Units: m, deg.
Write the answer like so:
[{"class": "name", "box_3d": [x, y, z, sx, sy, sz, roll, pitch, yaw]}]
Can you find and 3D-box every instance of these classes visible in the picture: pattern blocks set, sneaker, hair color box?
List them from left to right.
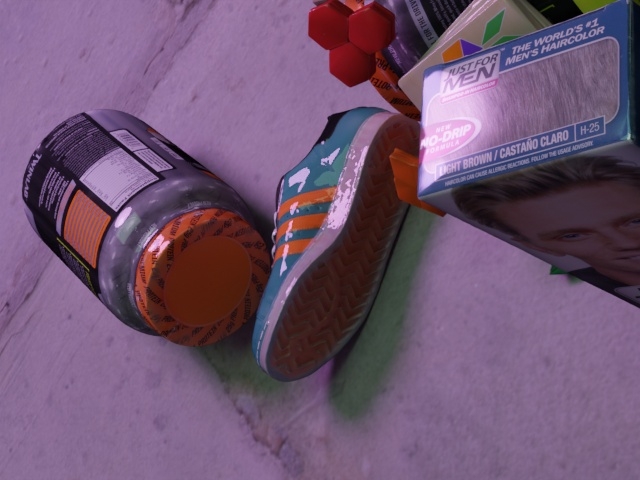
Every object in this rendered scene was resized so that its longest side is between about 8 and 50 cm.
[{"class": "sneaker", "box_3d": [0.000, 0.000, 1.434, 0.121, 0.108, 0.302, 16, 76, 50]}, {"class": "pattern blocks set", "box_3d": [0.166, -0.121, 1.196, 0.285, 0.325, 0.026, -27, 12, 34]}, {"class": "hair color box", "box_3d": [0.245, -0.037, 0.996, 0.173, 0.347, 0.105, -15, 61, 42]}]

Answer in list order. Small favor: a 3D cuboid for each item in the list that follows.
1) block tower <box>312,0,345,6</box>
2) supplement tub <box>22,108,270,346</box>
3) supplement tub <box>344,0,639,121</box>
[{"class": "block tower", "box_3d": [0.076, -0.391, 1.541, 0.091, 0.097, 0.336, -6, 67, 44]}, {"class": "supplement tub", "box_3d": [-0.200, -0.015, 1.580, 0.316, 0.193, 0.194, 38, 100, 48]}, {"class": "supplement tub", "box_3d": [0.197, -0.248, 1.256, 0.338, 0.207, 0.207, -26, 54, 36]}]
